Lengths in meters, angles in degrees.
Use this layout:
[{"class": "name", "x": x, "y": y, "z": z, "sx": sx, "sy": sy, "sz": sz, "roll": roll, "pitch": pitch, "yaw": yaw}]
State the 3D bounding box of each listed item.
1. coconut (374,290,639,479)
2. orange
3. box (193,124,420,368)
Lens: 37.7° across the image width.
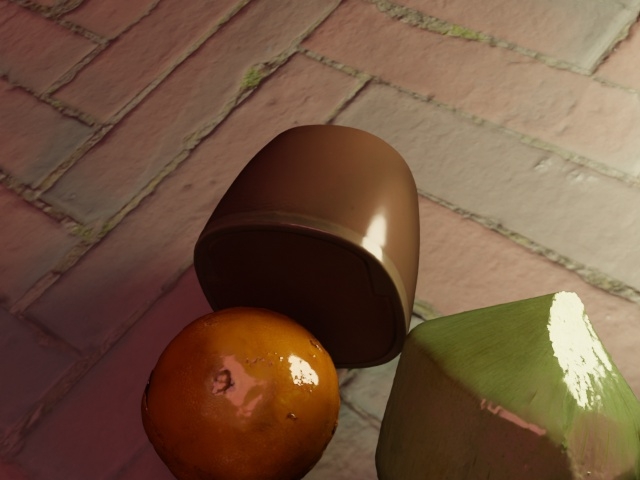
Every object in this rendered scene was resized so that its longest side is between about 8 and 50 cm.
[{"class": "coconut", "x": 0.206, "y": 0.203, "z": 1.000, "sx": 0.281, "sy": 0.328, "sz": 0.328, "roll": 20, "pitch": 60, "yaw": 16}, {"class": "orange", "x": -0.093, "y": 0.199, "z": 1.147, "sx": 0.240, "sy": 0.240, "sz": 0.240, "roll": -7, "pitch": 52, "yaw": 9}, {"class": "box", "x": 0.000, "y": 0.000, "z": 1.236, "sx": 0.301, "sy": 0.301, "sz": 0.216, "roll": 5, "pitch": 51, "yaw": 17}]
